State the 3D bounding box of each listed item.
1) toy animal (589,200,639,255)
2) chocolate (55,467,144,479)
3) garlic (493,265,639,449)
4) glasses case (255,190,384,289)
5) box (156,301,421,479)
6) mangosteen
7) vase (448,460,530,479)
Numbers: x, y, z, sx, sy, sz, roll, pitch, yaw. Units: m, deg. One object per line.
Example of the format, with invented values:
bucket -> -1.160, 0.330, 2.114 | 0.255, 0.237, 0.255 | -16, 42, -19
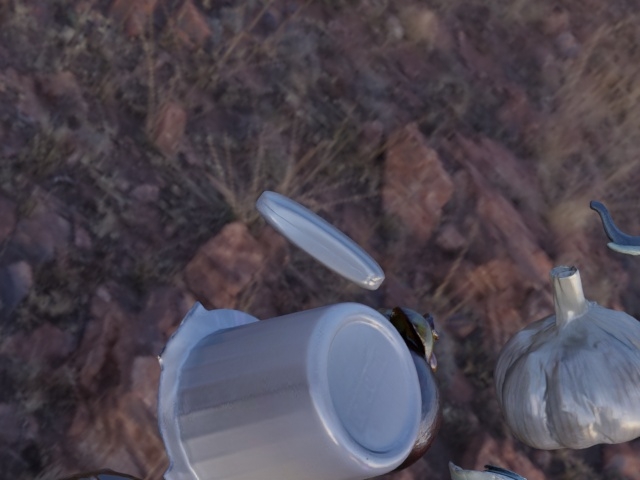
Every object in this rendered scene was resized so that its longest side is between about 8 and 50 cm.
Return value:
toy animal -> 0.407, 0.034, 1.092 | 0.082, 0.269, 0.137 | 12, 83, -67
chocolate -> -0.256, 0.416, 1.225 | 0.225, 0.210, 0.340 | -35, 116, -35
garlic -> 0.300, 0.125, 1.263 | 0.218, 0.218, 0.212 | -38, 119, -56
glasses case -> 0.000, 0.000, 1.380 | 0.193, 0.049, 0.074 | 36, 7, -9
box -> -0.004, 0.183, 1.164 | 0.291, 0.206, 0.262 | 15, 64, -46
mangosteen -> 0.077, 0.200, 1.498 | 0.228, 0.228, 0.265 | 42, 68, -2
vase -> 0.208, 0.558, 1.603 | 0.250, 0.250, 0.445 | 29, 74, -21
